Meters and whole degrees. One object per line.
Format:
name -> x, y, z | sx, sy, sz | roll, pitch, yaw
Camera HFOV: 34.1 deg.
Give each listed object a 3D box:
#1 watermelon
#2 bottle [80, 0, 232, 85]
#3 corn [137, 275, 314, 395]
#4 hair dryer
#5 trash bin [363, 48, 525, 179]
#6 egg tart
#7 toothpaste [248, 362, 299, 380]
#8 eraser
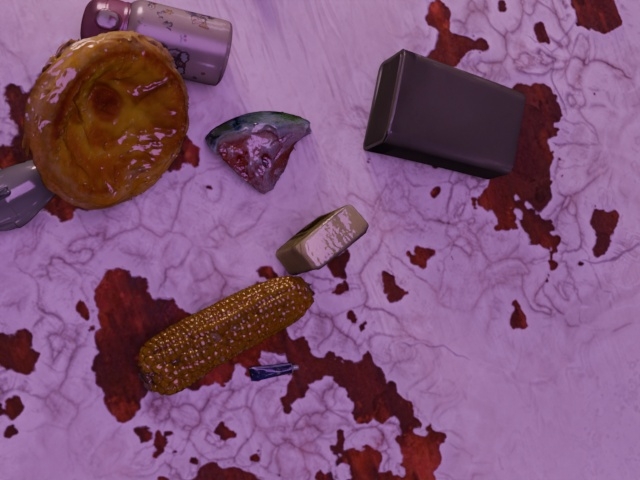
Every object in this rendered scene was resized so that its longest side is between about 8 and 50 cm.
watermelon -> -0.090, -0.148, 1.730 | 0.187, 0.071, 0.139 | -12, 94, -17
bottle -> -0.264, -0.324, 1.668 | 0.233, 0.110, 0.109 | 12, 83, -16
corn -> -0.151, 0.141, 1.677 | 0.313, 0.102, 0.102 | -31, 95, -18
hair dryer -> -0.563, -0.092, 1.599 | 0.267, 0.092, 0.229 | 39, 83, 4
trash bin -> 0.215, -0.211, 1.794 | 0.241, 0.122, 0.164 | 13, 82, -17
egg tart -> -0.335, -0.190, 1.599 | 0.295, 0.116, 0.294 | -25, 128, -37
toothpaste -> -0.077, 0.216, 1.733 | 0.083, 0.019, 0.027 | -8, 106, -12
eraser -> 0.000, 0.000, 1.689 | 0.117, 0.172, 0.058 | -38, 95, -14
